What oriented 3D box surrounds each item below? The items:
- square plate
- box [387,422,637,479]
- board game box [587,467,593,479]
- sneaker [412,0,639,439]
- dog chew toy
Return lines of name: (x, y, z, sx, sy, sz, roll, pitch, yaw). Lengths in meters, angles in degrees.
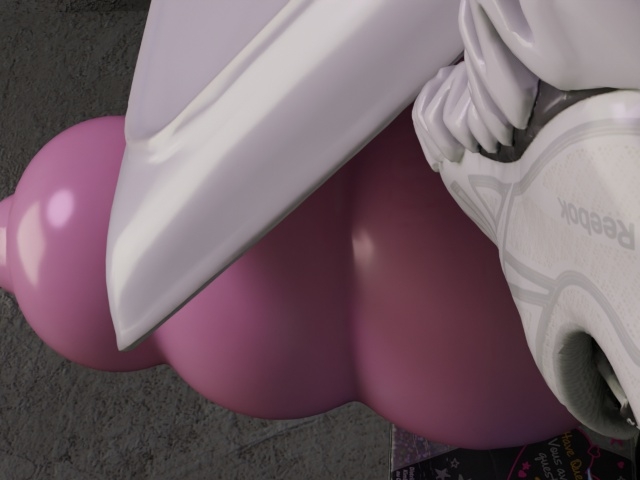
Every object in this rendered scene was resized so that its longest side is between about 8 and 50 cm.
square plate: (0.022, -0.171, 0.669, 0.344, 0.049, 0.347, -42, 28, 35)
box: (0.113, 0.219, 0.959, 0.247, 0.142, 0.163, 82, -170, -61)
board game box: (0.147, 0.184, 0.734, 0.168, 0.033, 0.133, 73, -168, -57)
sneaker: (0.084, -0.003, 0.437, 0.292, 0.110, 0.118, 31, -131, -83)
dog chew toy: (0.000, 0.000, 0.812, 0.206, 0.332, 0.206, 0, -90, -85)
